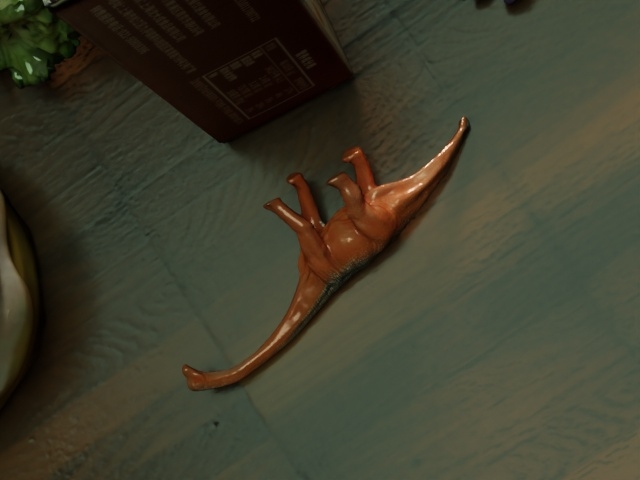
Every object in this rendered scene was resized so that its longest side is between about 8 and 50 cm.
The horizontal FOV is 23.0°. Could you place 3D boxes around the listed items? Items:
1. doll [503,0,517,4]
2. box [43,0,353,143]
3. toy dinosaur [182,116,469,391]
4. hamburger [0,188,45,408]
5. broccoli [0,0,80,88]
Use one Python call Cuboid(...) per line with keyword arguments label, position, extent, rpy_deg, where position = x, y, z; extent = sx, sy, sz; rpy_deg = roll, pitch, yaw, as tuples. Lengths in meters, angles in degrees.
Cuboid(label="doll", position=(0.140, -0.258, 1.138), extent=(0.115, 0.050, 0.190), rpy_deg=(37, 110, -3))
Cuboid(label="box", position=(-0.127, -0.273, 1.038), extent=(0.122, 0.385, 0.345), rpy_deg=(-26, 79, 6))
Cuboid(label="toy dinosaur", position=(0.000, 0.001, 1.148), extent=(0.279, 0.055, 0.101), rpy_deg=(-35, 101, 3))
Cuboid(label="hamburger", position=(-0.353, 0.044, 1.127), extent=(0.276, 0.237, 0.276), rpy_deg=(-2, 80, 12))
Cuboid(label="broccoli", position=(-0.399, -0.243, 1.094), extent=(0.353, 0.397, 0.275), rpy_deg=(-14, 79, 17))
